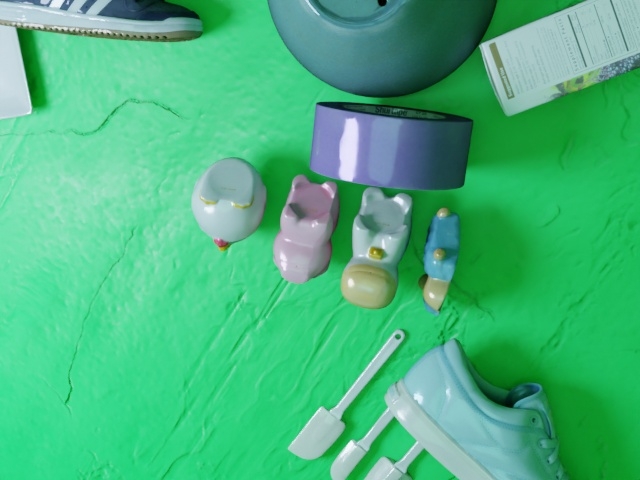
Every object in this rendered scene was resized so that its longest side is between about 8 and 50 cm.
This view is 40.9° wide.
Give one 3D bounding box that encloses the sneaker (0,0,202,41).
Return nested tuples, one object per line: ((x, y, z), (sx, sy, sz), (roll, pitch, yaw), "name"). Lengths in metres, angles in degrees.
((-0.286, -0.341, 1.111), (0.282, 0.099, 0.153), (7, 98, 8), "sneaker")

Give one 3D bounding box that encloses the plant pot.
((0.059, -0.308, 0.990), (0.290, 0.195, 0.290), (2, 102, 11), "plant pot")

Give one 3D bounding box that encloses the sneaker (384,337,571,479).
((0.263, 0.270, 1.098), (0.366, 0.135, 0.150), (39, 103, -4), "sneaker")

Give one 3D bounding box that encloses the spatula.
((0.090, 0.254, 1.195), (0.168, 0.019, 0.242), (39, 103, 3), "spatula")

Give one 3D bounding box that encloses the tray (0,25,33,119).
((-0.486, -0.301, 1.198), (0.145, 0.030, 0.270), (-7, 100, 13), "tray")

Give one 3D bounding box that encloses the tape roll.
((0.084, -0.116, 1.028), (0.189, 0.189, 0.080), (8, 104, 11), "tape roll")

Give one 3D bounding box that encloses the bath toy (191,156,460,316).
((0.000, 0.000, 1.111), (0.348, 0.129, 0.151), (16, 60, 7), "bath toy")

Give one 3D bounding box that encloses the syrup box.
((0.312, -0.231, 1.003), (0.237, 0.093, 0.096), (-21, 97, 16), "syrup box")
